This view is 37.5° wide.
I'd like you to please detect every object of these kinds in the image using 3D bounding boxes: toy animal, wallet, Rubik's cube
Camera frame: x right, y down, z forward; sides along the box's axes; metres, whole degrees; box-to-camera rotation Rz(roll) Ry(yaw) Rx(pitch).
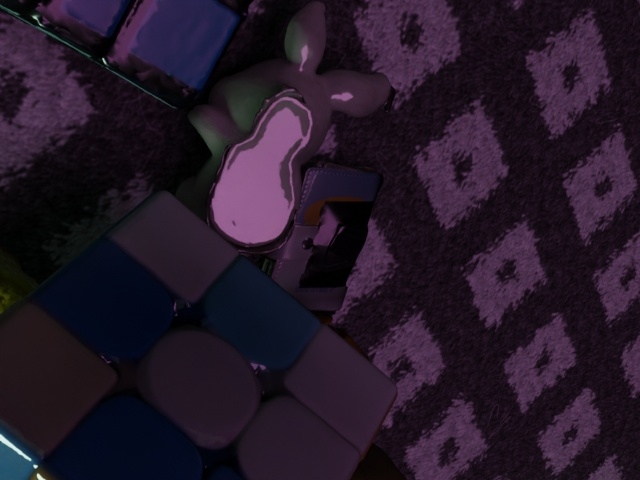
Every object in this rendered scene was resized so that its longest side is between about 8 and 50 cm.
[{"bbox_3d":[-0.056,-0.121,1.158,0.325,0.154,0.208,-45,116,0],"label":"toy animal"},{"bbox_3d":[0.000,0.000,1.322,0.170,0.069,0.231,6,108,-43],"label":"wallet"},{"bbox_3d":[-0.188,0.223,0.965,0.344,0.346,0.347,-51,-179,38],"label":"Rubik's cube"},{"bbox_3d":[-0.215,-0.326,0.870,0.283,0.293,0.288,26,96,-38],"label":"Rubik's cube"}]

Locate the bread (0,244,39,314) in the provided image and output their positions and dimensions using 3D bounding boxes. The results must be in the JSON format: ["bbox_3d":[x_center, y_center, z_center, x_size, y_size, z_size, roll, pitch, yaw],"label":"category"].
[{"bbox_3d":[-0.499,0.086,0.949,0.333,0.143,0.323,-48,129,-7],"label":"bread"}]

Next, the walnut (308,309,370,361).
[{"bbox_3d":[-0.092,0.221,1.273,0.336,0.209,0.209,-27,127,2],"label":"walnut"}]

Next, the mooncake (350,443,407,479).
[{"bbox_3d":[-0.026,0.458,1.407,0.378,0.201,0.378,-22,130,-29],"label":"mooncake"}]
